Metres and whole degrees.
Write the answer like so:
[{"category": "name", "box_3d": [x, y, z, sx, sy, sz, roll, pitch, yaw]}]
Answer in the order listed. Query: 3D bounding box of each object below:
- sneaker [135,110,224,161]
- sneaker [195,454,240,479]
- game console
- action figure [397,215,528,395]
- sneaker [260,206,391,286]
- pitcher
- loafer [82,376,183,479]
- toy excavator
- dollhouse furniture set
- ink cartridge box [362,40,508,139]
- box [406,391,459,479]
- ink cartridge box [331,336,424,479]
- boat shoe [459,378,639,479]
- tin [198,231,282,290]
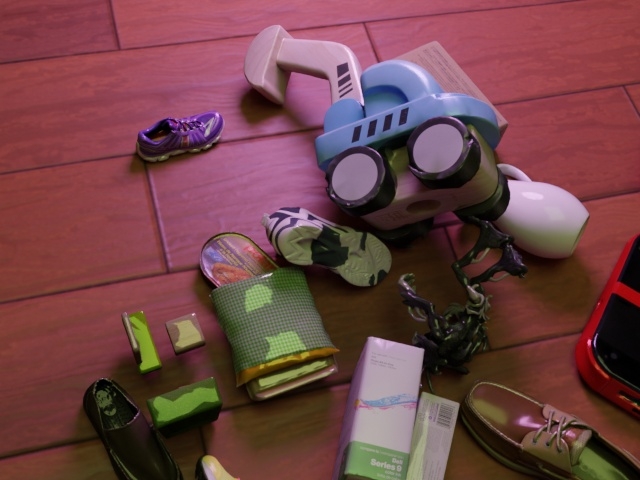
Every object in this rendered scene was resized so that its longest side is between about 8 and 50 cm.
[{"category": "sneaker", "box_3d": [-0.249, -0.194, 1.530, 0.170, 0.071, 0.068, -25, 67, -22]}, {"category": "sneaker", "box_3d": [-0.098, 0.384, 1.219, 0.094, 0.081, 0.208, -34, 76, -32]}, {"category": "game console", "box_3d": [0.653, 0.195, 1.459, 0.386, 0.060, 0.342, 32, 54, 9]}, {"category": "action figure", "box_3d": [0.214, 0.108, 1.373, 0.276, 0.164, 0.141, -56, 38, -6]}, {"category": "sneaker", "box_3d": [0.000, 0.000, 1.443, 0.235, 0.094, 0.153, 9, 17, -34]}, {"category": "pitcher", "box_3d": [0.377, -0.064, 1.532, 0.207, 0.125, 0.178, 27, 44, 20]}, {"category": "loafer", "box_3d": [-0.279, 0.289, 1.238, 0.080, 0.078, 0.220, -35, 70, -25]}, {"category": "toy excavator", "box_3d": [0.081, -0.221, 1.483, 0.432, 0.222, 0.445, -17, 65, 25]}, {"category": "dollhouse furniture set", "box_3d": [-0.127, 0.145, 1.275, 0.301, 0.151, 0.198, -19, 73, -13]}, {"category": "ink cartridge box", "box_3d": [0.205, -0.244, 1.619, 0.193, 0.088, 0.235, -27, 68, -20]}, {"category": "box", "box_3d": [0.137, 0.384, 1.256, 0.067, 0.063, 0.324, 17, 59, 2]}, {"category": "ink cartridge box", "box_3d": [0.083, 0.271, 1.260, 0.093, 0.154, 0.212, 12, 59, -2]}, {"category": "boat shoe", "box_3d": [0.371, 0.311, 1.301, 0.324, 0.120, 0.122, 32, 60, 10]}, {"category": "tin", "box_3d": [-0.120, 0.065, 1.420, 0.189, 0.040, 0.106, 43, 67, 16]}]
